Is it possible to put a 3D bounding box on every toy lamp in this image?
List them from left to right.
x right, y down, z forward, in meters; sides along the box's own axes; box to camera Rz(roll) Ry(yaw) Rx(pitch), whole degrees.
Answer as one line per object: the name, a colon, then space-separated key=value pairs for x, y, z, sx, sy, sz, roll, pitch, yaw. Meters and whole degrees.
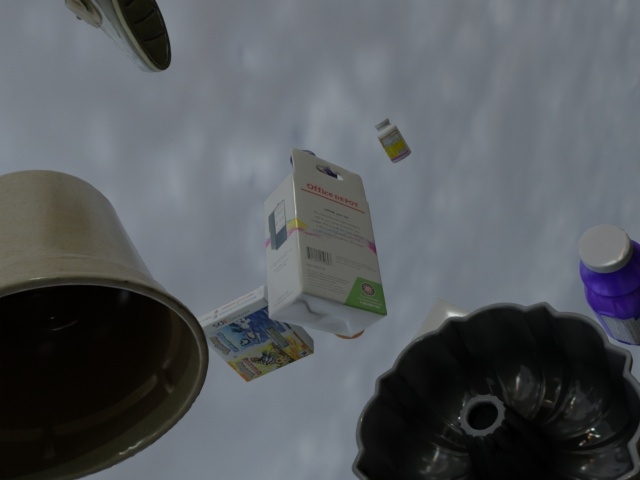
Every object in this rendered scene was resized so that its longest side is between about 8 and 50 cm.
toy lamp: x=-0.022 y=-0.211 z=1.708 sx=0.274 sy=0.080 sz=0.080 roll=22 pitch=-97 yaw=-73

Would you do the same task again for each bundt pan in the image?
bundt pan: x=0.207 y=0.231 z=0.659 sx=0.331 sy=0.330 sz=0.124 roll=-53 pitch=-58 yaw=-26

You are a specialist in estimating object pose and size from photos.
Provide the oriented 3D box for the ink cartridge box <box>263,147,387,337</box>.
ink cartridge box: x=0.000 y=0.000 z=1.186 sx=0.207 sy=0.119 sz=0.354 roll=19 pitch=-131 yaw=-31

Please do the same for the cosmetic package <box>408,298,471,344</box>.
cosmetic package: x=0.347 y=0.279 z=1.067 sx=0.155 sy=0.365 sz=0.197 roll=-53 pitch=-33 yaw=-26

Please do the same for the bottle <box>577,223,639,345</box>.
bottle: x=0.460 y=0.067 z=0.880 sx=0.283 sy=0.092 sz=0.118 roll=39 pitch=-107 yaw=-45

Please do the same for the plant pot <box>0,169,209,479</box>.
plant pot: x=-0.344 y=0.080 z=0.732 sx=0.333 sy=0.305 sz=0.334 roll=-16 pitch=-48 yaw=-18

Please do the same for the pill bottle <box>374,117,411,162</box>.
pill bottle: x=0.138 y=-0.195 z=1.123 sx=0.043 sy=0.043 sz=0.083 roll=-39 pitch=-78 yaw=-37

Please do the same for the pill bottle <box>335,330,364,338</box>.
pill bottle: x=0.077 y=0.138 z=1.499 sx=0.246 sy=0.130 sz=0.131 roll=-80 pitch=-24 yaw=-51

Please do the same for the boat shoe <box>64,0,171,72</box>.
boat shoe: x=-0.363 y=-0.411 z=0.958 sx=0.302 sy=0.103 sz=0.113 roll=61 pitch=-152 yaw=-28

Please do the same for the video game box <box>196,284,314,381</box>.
video game box: x=-0.145 y=0.211 z=1.279 sx=0.205 sy=0.187 sz=0.048 roll=52 pitch=-158 yaw=-31
